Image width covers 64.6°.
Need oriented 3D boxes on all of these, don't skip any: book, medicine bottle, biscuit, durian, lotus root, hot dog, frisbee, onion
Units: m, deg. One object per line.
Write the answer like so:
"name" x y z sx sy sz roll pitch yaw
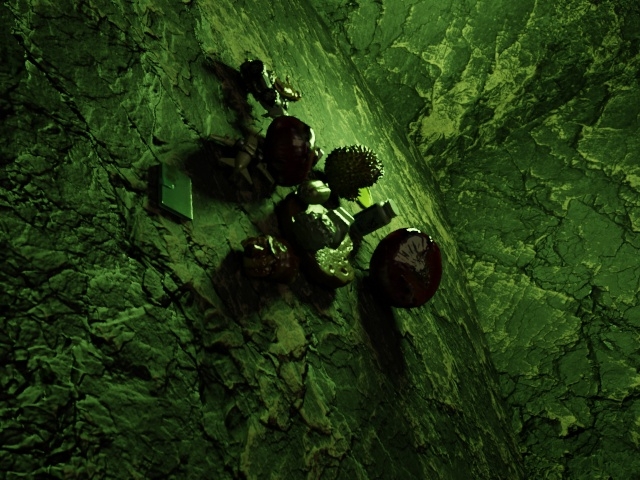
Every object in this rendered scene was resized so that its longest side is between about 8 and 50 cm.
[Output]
"book" -0.360 -0.123 1.253 0.103 0.017 0.135 34 37 -48
"medicine bottle" 0.236 -0.101 2.180 0.107 0.191 0.107 44 31 -35
"biscuit" 0.000 0.000 1.764 0.381 0.074 0.359 15 52 -60
"durian" 0.138 -0.297 2.143 0.258 0.258 0.293 63 19 1
"lotus root" -0.019 -0.164 1.748 0.090 0.077 0.183 46 23 8
"hot dog" -0.132 0.048 1.421 0.213 0.103 0.146 16 52 -56
"frisbee" 0.187 -0.256 2.451 0.236 0.017 0.236 44 30 -34
"onion" 0.339 0.116 2.133 0.347 0.285 0.348 2 86 -29
"onion" -0.100 -0.295 1.701 0.246 0.190 0.247 9 90 -87

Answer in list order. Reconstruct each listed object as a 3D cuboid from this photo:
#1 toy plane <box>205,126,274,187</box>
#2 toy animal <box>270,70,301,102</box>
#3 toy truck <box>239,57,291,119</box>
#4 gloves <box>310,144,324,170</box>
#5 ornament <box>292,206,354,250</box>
"toy plane" -0.232 -0.270 1.566 0.242 0.104 0.256 36 39 -18
"toy animal" -0.152 -0.650 2.142 0.241 0.056 0.099 -10 74 -65
"toy truck" -0.201 -0.538 1.860 0.286 0.111 0.136 63 12 10
"gloves" -0.098 -0.359 1.877 0.218 0.140 0.131 40 11 -15
"ornament" 0.017 -0.031 1.624 0.130 0.120 0.285 45 22 19
